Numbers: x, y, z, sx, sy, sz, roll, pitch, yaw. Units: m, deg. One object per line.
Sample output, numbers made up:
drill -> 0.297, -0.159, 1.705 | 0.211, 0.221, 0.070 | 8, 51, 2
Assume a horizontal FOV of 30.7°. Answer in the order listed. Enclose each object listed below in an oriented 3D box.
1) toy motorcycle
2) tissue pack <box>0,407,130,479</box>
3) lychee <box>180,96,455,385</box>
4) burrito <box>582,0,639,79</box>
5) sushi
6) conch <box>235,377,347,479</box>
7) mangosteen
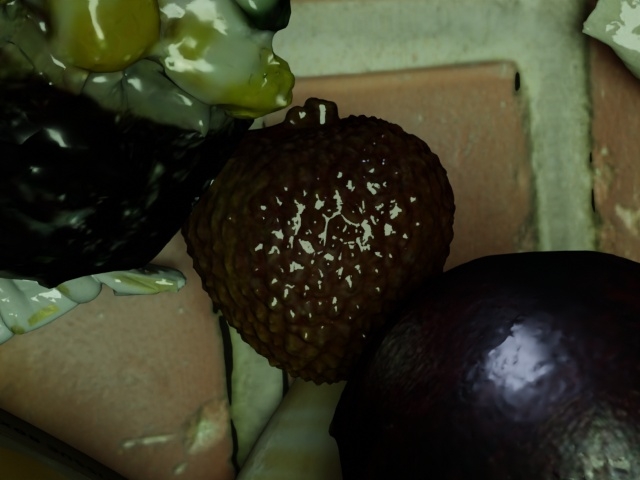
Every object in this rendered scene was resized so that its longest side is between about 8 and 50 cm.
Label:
toy motorcycle -> -0.206, 0.004, 0.811 | 0.229, 0.074, 0.151 | 4, 98, -14
tissue pack -> -0.239, 0.249, 0.731 | 0.387, 0.277, 0.267 | 33, 92, -12
lychee -> 0.003, -0.006, 0.796 | 0.195, 0.194, 0.194 | -1, 97, -11
burrito -> 0.372, -0.089, 0.916 | 0.392, 0.076, 0.117 | 37, 87, -13
sushi -> -0.131, -0.165, 0.636 | 0.285, 0.327, 0.328 | -29, 117, 26
conch -> 0.018, 0.170, 0.848 | 0.158, 0.127, 0.255 | 17, 92, -12
mangosteen -> 0.134, 0.172, 0.697 | 0.307, 0.307, 0.347 | 40, 96, -13
